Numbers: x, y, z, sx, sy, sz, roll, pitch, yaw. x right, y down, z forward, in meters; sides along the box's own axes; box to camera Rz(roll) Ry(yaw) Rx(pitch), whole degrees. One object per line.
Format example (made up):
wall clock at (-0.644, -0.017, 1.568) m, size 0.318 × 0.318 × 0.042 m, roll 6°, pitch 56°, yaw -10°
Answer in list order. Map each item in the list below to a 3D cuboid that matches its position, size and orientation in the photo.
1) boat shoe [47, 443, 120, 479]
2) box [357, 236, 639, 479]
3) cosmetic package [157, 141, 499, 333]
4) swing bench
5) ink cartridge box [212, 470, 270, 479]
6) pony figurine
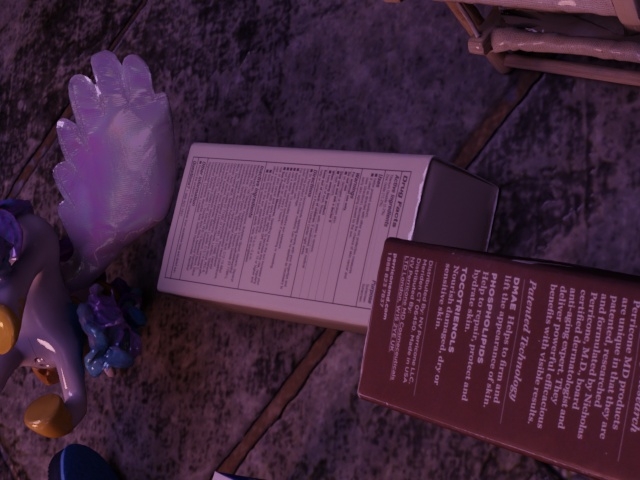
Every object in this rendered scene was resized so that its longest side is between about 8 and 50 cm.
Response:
boat shoe at (-0.236, 0.331, 1.470) m, size 0.089 × 0.109 × 0.258 m, roll -43°, pitch 50°, yaw 27°
box at (0.215, 0.091, 1.030) m, size 0.381 × 0.191 × 0.143 m, roll 14°, pitch 94°, yaw 55°
cosmetic package at (0.000, 0.000, 1.363) m, size 0.309 × 0.113 × 0.160 m, roll 8°, pitch 82°, yaw 42°
swing bench at (0.196, -0.234, 1.168) m, size 0.253 × 0.255 × 0.165 m, roll 15°, pitch 86°, yaw 43°
ink cartridge box at (-0.083, 0.324, 1.340) m, size 0.046 × 0.097 × 0.207 m, roll 16°, pitch 88°, yaw 43°
pony figurine at (-0.287, 0.021, 1.399) m, size 0.303 × 0.363 × 0.351 m, roll -9°, pitch 104°, yaw 14°
